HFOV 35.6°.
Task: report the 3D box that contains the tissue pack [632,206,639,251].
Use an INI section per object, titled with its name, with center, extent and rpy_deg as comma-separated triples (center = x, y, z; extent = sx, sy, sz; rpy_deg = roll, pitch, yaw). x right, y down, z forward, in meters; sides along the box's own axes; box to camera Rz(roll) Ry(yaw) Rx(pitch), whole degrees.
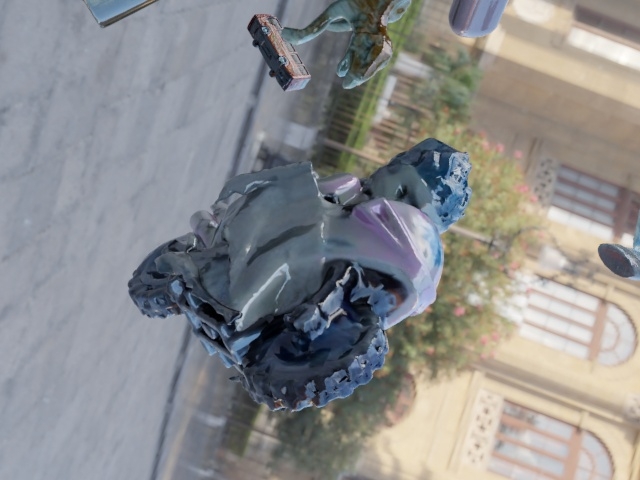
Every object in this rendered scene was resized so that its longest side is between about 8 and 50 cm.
[tissue pack]
center = 0.408, -0.022, 0.813
extent = 0.177, 0.263, 0.089
rpy_deg = -47, 146, -43

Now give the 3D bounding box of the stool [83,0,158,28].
[stool]
center = -0.120, -0.324, 0.874
extent = 0.264, 0.179, 0.179
rpy_deg = -28, 177, -4

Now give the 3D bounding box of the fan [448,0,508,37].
[fan]
center = 0.201, -0.323, 1.096
extent = 0.244, 0.130, 0.074
rpy_deg = 105, -29, -51

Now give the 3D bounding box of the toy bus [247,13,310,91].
[toy bus]
center = -0.054, -0.243, 1.283
extent = 0.043, 0.110, 0.031
rpy_deg = -13, 156, -37

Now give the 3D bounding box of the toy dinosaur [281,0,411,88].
[toy dinosaur]
center = 0.034, -0.301, 0.960
extent = 0.092, 0.205, 0.393
rpy_deg = 44, 59, -43

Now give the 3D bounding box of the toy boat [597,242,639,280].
[toy boat]
center = 0.423, 0.024, 1.268
extent = 0.096, 0.122, 0.034
rpy_deg = -129, -138, -59

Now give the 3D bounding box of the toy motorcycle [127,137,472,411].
[toy motorcycle]
center = 0.002, 0.005, 0.598
extent = 0.204, 0.239, 0.108
rpy_deg = -37, 134, -18
